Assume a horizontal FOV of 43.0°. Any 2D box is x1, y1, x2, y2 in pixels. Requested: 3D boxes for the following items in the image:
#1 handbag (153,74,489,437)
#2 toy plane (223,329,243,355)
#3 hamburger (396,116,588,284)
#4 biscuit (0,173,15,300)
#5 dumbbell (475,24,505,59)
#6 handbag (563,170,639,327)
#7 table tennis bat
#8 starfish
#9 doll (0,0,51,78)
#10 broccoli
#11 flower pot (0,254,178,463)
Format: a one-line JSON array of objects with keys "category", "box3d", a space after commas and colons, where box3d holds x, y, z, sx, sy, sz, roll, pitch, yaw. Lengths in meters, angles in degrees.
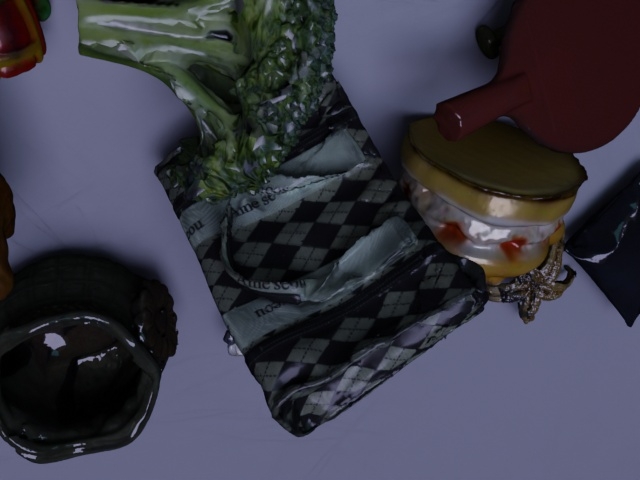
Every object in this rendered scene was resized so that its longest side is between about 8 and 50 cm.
[{"category": "handbag", "box3d": [0.000, 0.000, 1.085, 0.316, 0.416, 0.180, -30, 152, 3]}, {"category": "toy plane", "box3d": [-0.003, 0.083, 1.315, 0.204, 0.103, 0.316, 24, 113, -25]}, {"category": "hamburger", "box3d": [0.248, -0.062, 1.215, 0.302, 0.261, 0.186, -19, 134, -37]}, {"category": "biscuit", "box3d": [-0.578, -0.066, 0.972, 0.394, 0.166, 0.343, -5, 121, 18]}, {"category": "dumbbell", "box3d": [0.286, -0.310, 1.183, 0.118, 0.046, 0.052, -25, 128, 1]}, {"category": "handbag", "box3d": [0.561, 0.012, 1.424, 0.211, 0.089, 0.254, -47, 121, 3]}, {"category": "table tennis bat", "box3d": [0.329, -0.238, 1.141, 0.414, 0.051, 0.268, -28, 108, -25]}, {"category": "starfish", "box3d": [0.385, 0.060, 1.427, 0.146, 0.074, 0.190, 25, 110, -20]}, {"category": "doll", "box3d": [-0.394, -0.351, 0.902, 0.182, 0.160, 0.363, -31, 134, -36]}, {"category": "broccoli", "box3d": [-0.129, -0.233, 0.994, 0.301, 0.249, 0.375, 7, 96, 5]}, {"category": "flower pot", "box3d": [-0.353, 0.170, 1.212, 0.301, 0.213, 0.302, -6, 122, -10]}]
